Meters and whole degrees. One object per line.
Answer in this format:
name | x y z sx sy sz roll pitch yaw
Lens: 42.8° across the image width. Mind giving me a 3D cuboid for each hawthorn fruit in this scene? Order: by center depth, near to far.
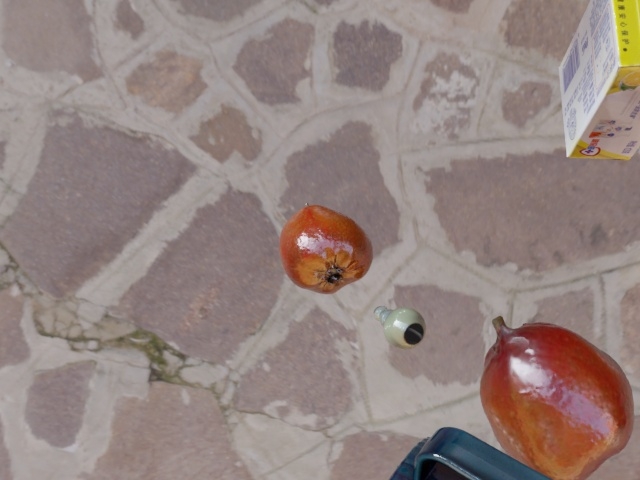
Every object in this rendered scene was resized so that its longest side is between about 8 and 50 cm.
hawthorn fruit | 0.434 0.294 1.508 0.295 0.311 0.295 -19 36 15
hawthorn fruit | 0.000 0.000 1.760 0.196 0.196 0.225 -26 50 2

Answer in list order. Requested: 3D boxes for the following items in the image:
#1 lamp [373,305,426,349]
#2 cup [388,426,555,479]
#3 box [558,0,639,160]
lamp | 0.162 0.176 1.772 0.091 0.163 0.091 -6 107 -22
cup | 0.212 0.416 1.069 0.292 0.308 0.242 25 76 27
box | 0.414 -0.238 1.134 0.097 0.265 0.168 0 68 2
